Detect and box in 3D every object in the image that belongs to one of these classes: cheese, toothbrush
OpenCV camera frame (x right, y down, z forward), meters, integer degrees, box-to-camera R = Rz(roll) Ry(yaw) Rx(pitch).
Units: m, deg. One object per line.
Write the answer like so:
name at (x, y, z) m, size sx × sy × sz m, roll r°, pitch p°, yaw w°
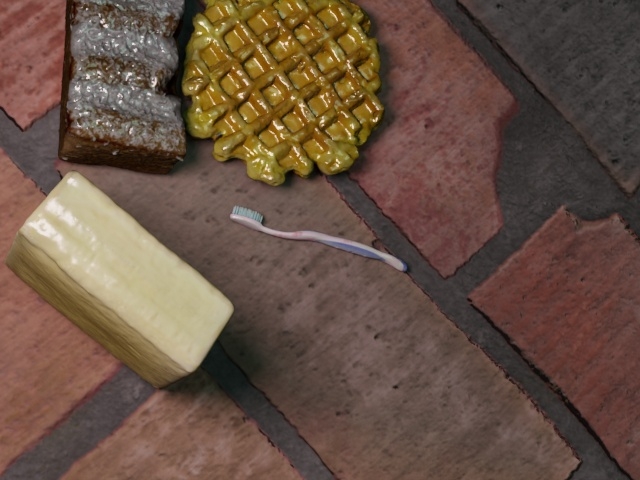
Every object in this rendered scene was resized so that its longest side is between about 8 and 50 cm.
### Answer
cheese at (-0.251, 0.054, 1.825) m, size 0.265 × 0.242 × 0.124 m, roll 40°, pitch 75°, yaw -6°
toothbrush at (0.000, 0.000, 2.058) m, size 0.269 × 0.021 × 0.027 m, roll 17°, pitch 75°, yaw -16°

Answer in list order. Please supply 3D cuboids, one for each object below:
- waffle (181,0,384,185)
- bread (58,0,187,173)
waffle at (-0.049, -0.226, 2.079) m, size 0.302 × 0.068 × 0.325 m, roll 11°, pitch 73°, yaw -18°
bread at (-0.265, -0.304, 1.994) m, size 0.165 × 0.113 × 0.416 m, roll 6°, pitch 72°, yaw -21°
